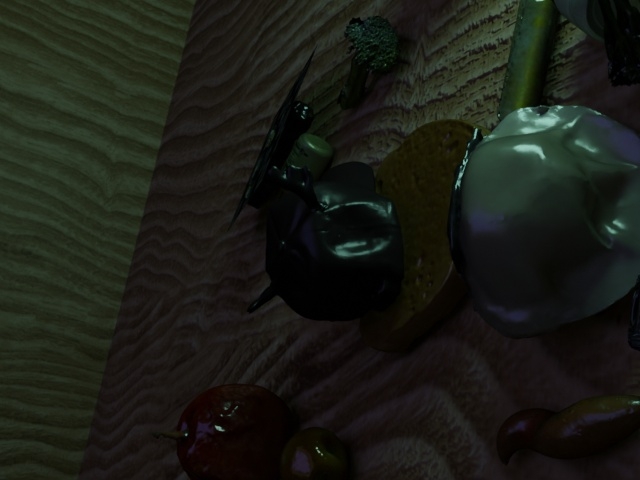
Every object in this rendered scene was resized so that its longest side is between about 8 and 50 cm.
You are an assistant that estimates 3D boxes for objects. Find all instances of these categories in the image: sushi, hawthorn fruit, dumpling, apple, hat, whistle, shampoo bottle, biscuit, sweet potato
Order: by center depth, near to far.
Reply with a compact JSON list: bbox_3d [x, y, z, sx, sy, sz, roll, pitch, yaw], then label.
[{"bbox_3d":[0.250,0.191,0.707,0.202,0.058,0.055,-33,66,50],"label":"sweet potato"},{"bbox_3d":[0.236,-0.040,0.764,0.204,0.163,0.293,-24,47,58],"label":"dumpling"},{"bbox_3d":[0.288,-0.286,0.935,0.068,0.057,0.326,42,-120,-70],"label":"whistle"},{"bbox_3d":[0.144,-0.015,1.037,0.351,0.057,0.312,-64,26,17],"label":"biscuit"},{"bbox_3d":[-0.008,0.340,1.059,0.102,0.099,0.114,-60,25,18],"label":"apple"},{"bbox_3d":[-0.025,-0.019,1.074,0.238,0.209,0.336,-61,27,28],"label":"hat"},{"bbox_3d":[-0.180,0.345,1.225,0.207,0.243,0.207,-36,46,49],"label":"hawthorn fruit"},{"bbox_3d":[-0.042,-0.137,1.445,0.162,0.079,0.079,-58,30,25],"label":"shampoo bottle"},{"bbox_3d":[-0.086,-0.202,1.556,0.359,0.064,0.343,-43,25,65],"label":"sushi"}]

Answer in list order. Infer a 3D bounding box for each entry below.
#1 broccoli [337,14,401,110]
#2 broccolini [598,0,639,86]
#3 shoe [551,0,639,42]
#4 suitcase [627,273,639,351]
[{"bbox_3d":[0.082,-0.326,1.326,0.204,0.118,0.122,117,146,-53],"label":"broccoli"},{"bbox_3d":[0.310,-0.245,0.716,0.058,0.201,0.074,2,47,42],"label":"broccolini"},{"bbox_3d":[0.375,-0.407,0.777,0.363,0.131,0.160,-64,22,23],"label":"shoe"},{"bbox_3d":[0.337,0.068,0.615,0.126,0.059,0.086,-7,66,63],"label":"suitcase"}]
